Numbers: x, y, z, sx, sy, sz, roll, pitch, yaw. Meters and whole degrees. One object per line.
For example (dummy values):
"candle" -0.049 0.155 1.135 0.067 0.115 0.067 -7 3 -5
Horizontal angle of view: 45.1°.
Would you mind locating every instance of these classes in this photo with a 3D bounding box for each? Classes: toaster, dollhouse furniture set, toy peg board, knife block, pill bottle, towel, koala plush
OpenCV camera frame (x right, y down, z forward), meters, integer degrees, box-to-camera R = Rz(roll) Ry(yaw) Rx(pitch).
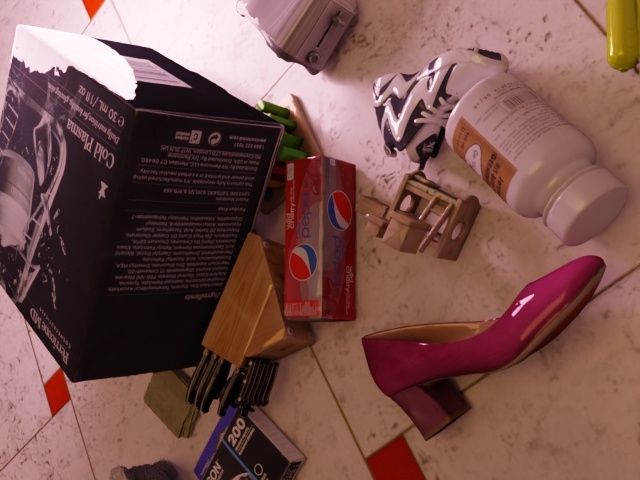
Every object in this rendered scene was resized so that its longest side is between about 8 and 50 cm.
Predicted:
"toaster" -0.042 -0.404 1.328 0.146 0.129 0.227 -50 54 19
"dollhouse furniture set" 0.109 -0.060 1.127 0.182 0.161 0.101 31 104 37
"toy peg board" -0.096 -0.159 1.367 0.161 0.079 0.161 -38 61 30
"knife block" -0.143 0.156 1.326 0.242 0.088 0.275 -27 65 22
"pill bottle" 0.281 -0.104 1.009 0.131 0.131 0.229 -52 55 22
"towel" -0.286 0.305 1.497 0.148 0.027 0.110 30 104 37
"koala plush" -0.305 0.507 1.392 0.203 0.196 0.221 -23 69 24

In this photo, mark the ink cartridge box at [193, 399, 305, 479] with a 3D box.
"ink cartridge box" -0.144 0.397 1.354 0.208 0.045 0.206 38 108 39

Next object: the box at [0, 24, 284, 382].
"box" -0.369 -0.081 1.399 0.480 0.298 0.471 35 116 41

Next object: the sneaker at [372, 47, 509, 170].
"sneaker" 0.174 -0.183 1.135 0.235 0.094 0.152 -7 81 39

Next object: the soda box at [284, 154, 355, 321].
"soda box" 0.000 0.000 1.255 0.084 0.092 0.263 -5 80 38

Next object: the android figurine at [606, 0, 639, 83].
"android figurine" 0.470 -0.263 0.924 0.248 0.056 0.272 -3 80 40

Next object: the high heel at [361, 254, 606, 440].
"high heel" 0.200 0.105 1.043 0.377 0.127 0.181 -49 67 28
